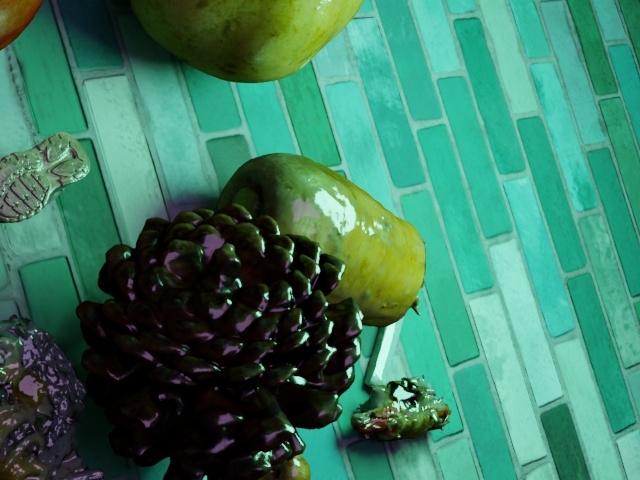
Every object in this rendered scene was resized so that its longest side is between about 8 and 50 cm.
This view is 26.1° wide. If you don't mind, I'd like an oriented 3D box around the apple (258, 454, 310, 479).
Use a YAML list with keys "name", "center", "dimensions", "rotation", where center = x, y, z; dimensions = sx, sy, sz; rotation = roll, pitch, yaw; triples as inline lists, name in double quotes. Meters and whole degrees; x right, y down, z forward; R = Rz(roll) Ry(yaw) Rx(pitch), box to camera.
- name: "apple"
  center: [-0.054, 0.359, 2.104]
  dimensions: [0.071, 0.084, 0.084]
  rotation: [30, 53, -64]

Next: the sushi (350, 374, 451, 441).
- name: "sushi"
  center: [0.140, 0.280, 2.291]
  dimensions: [0.226, 0.097, 0.103]
  rotation: [-4, 76, -45]

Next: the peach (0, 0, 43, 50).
- name: "peach"
  center: [-0.525, -0.382, 1.730]
  dimensions: [0.388, 0.388, 0.388]
  rotation: [15, 66, -38]

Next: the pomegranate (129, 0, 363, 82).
- name: "pomegranate"
  center: [-0.112, -0.452, 2.111]
  dimensions: [0.417, 0.417, 0.416]
  rotation: [15, 66, -38]

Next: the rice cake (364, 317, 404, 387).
- name: "rice cake"
  center: [0.116, 0.174, 2.350]
  dimensions: [0.042, 0.030, 0.180]
  rotation: [34, 56, -23]

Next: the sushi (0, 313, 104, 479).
- name: "sushi"
  center: [-0.407, 0.221, 1.783]
  dimensions: [0.184, 0.139, 0.274]
  rotation: [-39, 106, -40]

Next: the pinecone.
- name: "pinecone"
  center: [-0.143, 0.164, 1.890]
  dimensions: [0.398, 0.398, 0.397]
  rotation: [15, 66, -38]

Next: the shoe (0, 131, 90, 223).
- name: "shoe"
  center: [-0.410, -0.081, 1.919]
  dimensions: [0.180, 0.092, 0.089]
  rotation: [-41, 101, -39]

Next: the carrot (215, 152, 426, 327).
- name: "carrot"
  center: [0.000, 0.000, 2.174]
  dimensions: [0.341, 0.224, 0.224]
  rotation: [23, 62, -39]
